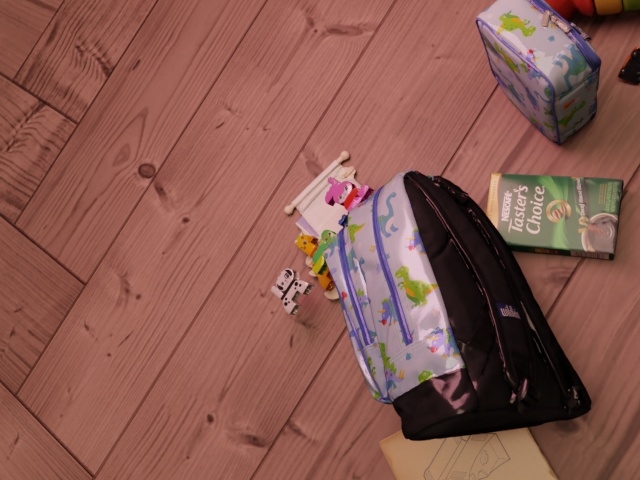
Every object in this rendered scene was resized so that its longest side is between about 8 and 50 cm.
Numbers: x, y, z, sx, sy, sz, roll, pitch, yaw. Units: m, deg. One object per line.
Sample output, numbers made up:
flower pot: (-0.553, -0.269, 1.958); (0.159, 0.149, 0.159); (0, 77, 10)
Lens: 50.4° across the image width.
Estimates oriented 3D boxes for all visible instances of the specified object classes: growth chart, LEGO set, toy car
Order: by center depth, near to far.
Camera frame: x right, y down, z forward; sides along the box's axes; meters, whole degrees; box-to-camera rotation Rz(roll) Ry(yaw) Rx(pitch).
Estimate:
toy car: (0.428, -0.269, 1.006); (0.122, 0.060, 0.040); (13, 49, 19)
LEGO set: (0.000, 0.000, 1.072); (0.093, 0.087, 0.227); (37, 99, 30)
growth chart: (0.037, -0.014, 1.115); (0.172, 0.021, 0.237); (-39, 64, 9)

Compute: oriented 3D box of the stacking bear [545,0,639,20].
stacking bear: (0.419, -0.398, 0.995); (0.289, 0.164, 0.175); (-16, 69, 23)

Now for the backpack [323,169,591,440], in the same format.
backpack: (0.154, 0.075, 0.893); (0.273, 0.290, 0.355); (-28, 64, 42)

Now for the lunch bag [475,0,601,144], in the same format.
lunch bag: (0.305, -0.245, 0.957); (0.090, 0.219, 0.176); (-40, 63, 7)

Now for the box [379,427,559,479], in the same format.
box: (0.205, 0.312, 0.950); (0.201, 0.021, 0.164); (-32, 65, 11)

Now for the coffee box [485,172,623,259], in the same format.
coffee box: (0.333, -0.037, 0.985); (0.184, 0.040, 0.113); (7, 79, 25)
